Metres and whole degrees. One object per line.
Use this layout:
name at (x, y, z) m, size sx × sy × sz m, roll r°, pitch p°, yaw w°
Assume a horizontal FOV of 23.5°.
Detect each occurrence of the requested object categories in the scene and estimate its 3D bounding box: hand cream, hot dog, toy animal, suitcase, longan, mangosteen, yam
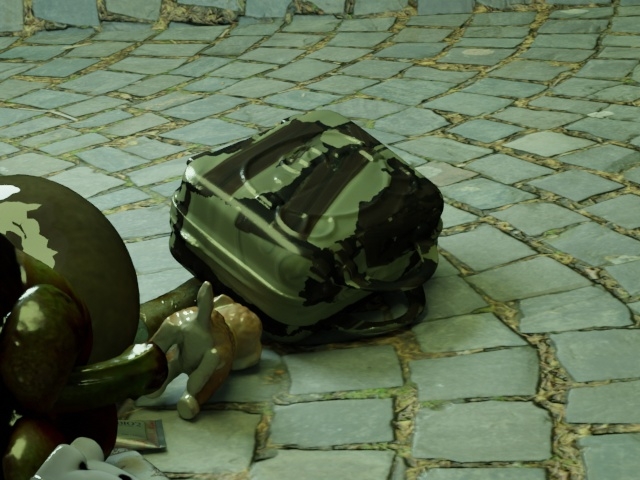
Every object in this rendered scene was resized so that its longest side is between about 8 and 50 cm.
hand cream at (-0.285, 0.230, 1.783) m, size 0.209 × 0.043 × 0.067 m, roll -3°, pitch 21°, yaw -11°
hot dog at (-0.199, 0.275, 1.634) m, size 0.099 × 0.053 × 0.192 m, roll -14°, pitch 21°, yaw -26°
toy animal at (-0.120, 0.105, 1.890) m, size 0.104 × 0.184 × 0.185 m, roll 34°, pitch 29°, yaw 20°
suitcase at (0.000, 0.000, 2.091) m, size 0.339 × 0.194 × 0.351 m, roll 38°, pitch 41°, yaw 24°
longan at (-0.352, 0.054, 1.894) m, size 0.243 × 0.300 × 0.300 m, roll -51°, pitch 33°, yaw -3°
mangosteen at (-0.394, 0.157, 1.594) m, size 0.435 × 0.382 × 0.382 m, roll 19°, pitch 22°, yaw -3°
yam at (-0.170, 0.077, 2.111) m, size 0.061 × 0.061 × 0.253 m, roll 13°, pitch 29°, yaw 37°

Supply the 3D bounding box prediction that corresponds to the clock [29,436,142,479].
clock at (-0.144, 0.301, 1.415) m, size 0.253 × 0.189 × 0.189 m, roll 11°, pitch 25°, yaw 14°
